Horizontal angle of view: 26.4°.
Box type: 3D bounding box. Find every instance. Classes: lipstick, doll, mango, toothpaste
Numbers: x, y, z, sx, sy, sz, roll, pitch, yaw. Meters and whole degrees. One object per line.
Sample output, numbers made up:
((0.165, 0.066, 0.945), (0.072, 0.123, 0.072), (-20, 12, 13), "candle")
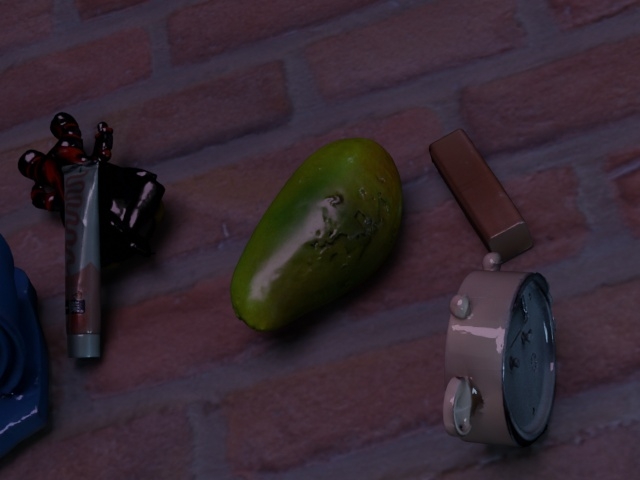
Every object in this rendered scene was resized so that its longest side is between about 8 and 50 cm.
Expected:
((0.157, -0.046, 1.359), (0.045, 0.045, 0.145), (-27, 49, 0), "lipstick")
((-0.247, -0.050, 1.513), (0.249, 0.088, 0.127), (38, 116, 42), "doll")
((0.000, 0.000, 1.352), (0.125, 0.111, 0.233), (17, 62, 39), "mango")
((-0.249, 0.020, 1.432), (0.056, 0.036, 0.205), (-7, 82, 38), "toothpaste")

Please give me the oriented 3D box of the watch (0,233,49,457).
((-0.443, 0.099, 1.364), (0.305, 0.274, 0.241), (-21, 51, 2), "watch")

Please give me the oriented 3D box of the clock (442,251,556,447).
((0.160, 0.099, 1.181), (0.063, 0.155, 0.229), (3, 22, 23), "clock")
